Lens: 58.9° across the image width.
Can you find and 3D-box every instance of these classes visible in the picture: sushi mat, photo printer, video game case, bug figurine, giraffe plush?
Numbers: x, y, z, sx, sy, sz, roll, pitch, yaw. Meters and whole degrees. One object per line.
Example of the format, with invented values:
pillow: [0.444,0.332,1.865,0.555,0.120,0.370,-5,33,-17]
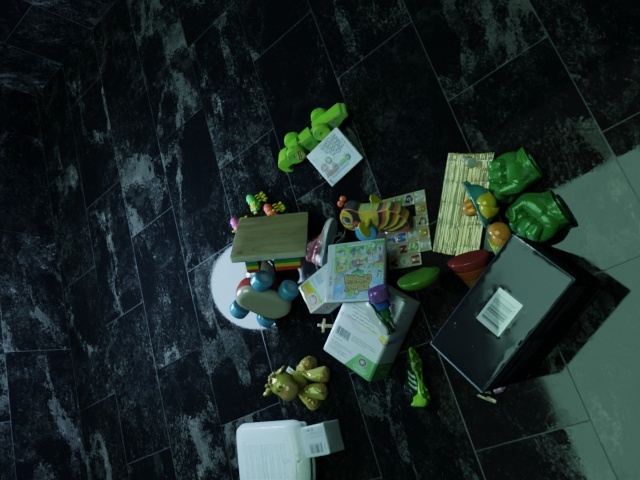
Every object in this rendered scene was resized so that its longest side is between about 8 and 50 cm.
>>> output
sushi mat: [0.428,-0.110,1.701,0.152,0.019,0.316,9,90,37]
photo printer: [-0.148,0.761,1.977,0.308,0.107,0.255,-18,73,35]
video game case: [0.050,-0.293,1.986,0.157,0.019,0.143,-41,88,27]
bug figurine: [-0.263,-0.064,2.193,0.279,0.072,0.216,-54,50,17]
giraffe plush: [-0.095,0.485,1.933,0.210,0.171,0.181,8,89,39]
video game case: [0.110,0.098,1.775,0.213,0.023,0.193,-7,71,34]

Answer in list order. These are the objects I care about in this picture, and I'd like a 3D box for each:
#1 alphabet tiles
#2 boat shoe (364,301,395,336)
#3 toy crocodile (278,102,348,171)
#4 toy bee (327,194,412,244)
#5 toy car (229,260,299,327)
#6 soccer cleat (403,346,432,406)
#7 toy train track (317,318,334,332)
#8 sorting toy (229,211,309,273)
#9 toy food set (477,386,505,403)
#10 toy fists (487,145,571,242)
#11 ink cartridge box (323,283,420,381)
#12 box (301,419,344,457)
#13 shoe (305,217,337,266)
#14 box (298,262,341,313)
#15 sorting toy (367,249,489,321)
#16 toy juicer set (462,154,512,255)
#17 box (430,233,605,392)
alphabet tiles: [0.262,-0.029,1.828,0.198,0.009,0.237,-13,75,36]
boat shoe: [0.176,0.230,1.691,0.125,0.038,0.046,51,144,34]
toy crocodile: [-0.031,-0.369,2.050,0.341,0.105,0.115,-37,40,23]
toy bee: [0.128,-0.071,1.810,0.299,0.162,0.195,-24,29,12]
toy car: [-0.204,0.154,2.090,0.219,0.211,0.237,-51,27,37]
soccer cleat: [0.281,0.416,1.720,0.072,0.060,0.178,-23,73,36]
toy train track: [0.029,0.296,1.963,0.083,0.014,0.048,-1,76,32]
sorting toy: [-0.168,0.012,1.999,0.258,0.255,0.089,-6,123,5]
toy food set: [0.486,0.389,1.589,0.078,0.019,0.122,15,85,38]
toy fists: [0.554,-0.121,1.556,0.142,0.096,0.279,-36,65,30]
ink cartridge box: [0.161,0.271,1.794,0.201,0.117,0.278,29,101,37]
box: [0.008,0.658,1.882,0.101,0.087,0.101,-25,68,33]
shoe: [0.000,0.000,1.993,0.081,0.064,0.177,18,99,33]
box: [0.042,0.151,1.914,0.203,0.103,0.114,-40,61,27]
sorting toy: [0.324,0.145,1.631,0.366,0.127,0.126,-21,100,8]
toy juicer set: [0.430,-0.106,1.557,0.090,0.209,0.328,-25,75,14]
box: [0.498,0.184,1.419,0.179,0.313,0.343,44,110,34]
